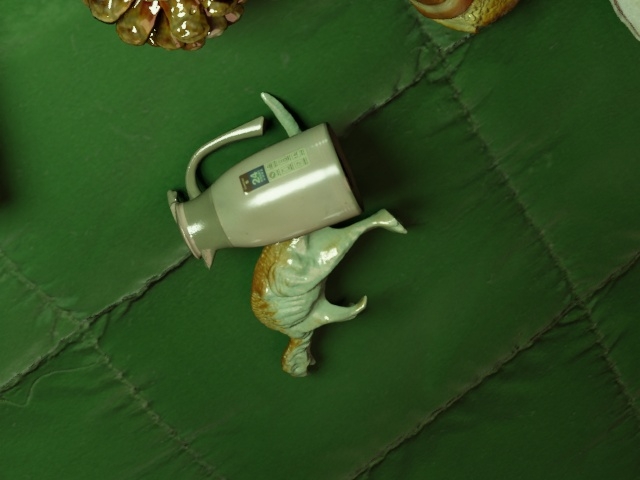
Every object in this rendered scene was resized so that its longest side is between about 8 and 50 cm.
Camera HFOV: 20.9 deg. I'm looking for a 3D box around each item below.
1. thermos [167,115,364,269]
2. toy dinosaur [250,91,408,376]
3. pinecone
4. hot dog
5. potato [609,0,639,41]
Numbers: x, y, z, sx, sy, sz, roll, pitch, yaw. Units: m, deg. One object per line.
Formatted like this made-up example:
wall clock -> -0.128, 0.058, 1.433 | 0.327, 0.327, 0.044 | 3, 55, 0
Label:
thermos -> -0.067, -0.057, 1.847 | 0.193, 0.137, 0.105 | -22, 172, 8
toy dinosaur -> 0.000, 0.000, 1.967 | 0.205, 0.092, 0.393 | -26, 135, -5
pinecone -> -0.149, -0.260, 1.616 | 0.150, 0.179, 0.195 | -33, 161, 13
hot dog -> 0.121, -0.299, 1.805 | 0.123, 0.093, 0.261 | -52, 148, 1
potato -> 0.453, -0.334, 1.924 | 0.300, 0.196, 0.246 | 15, 142, -11
